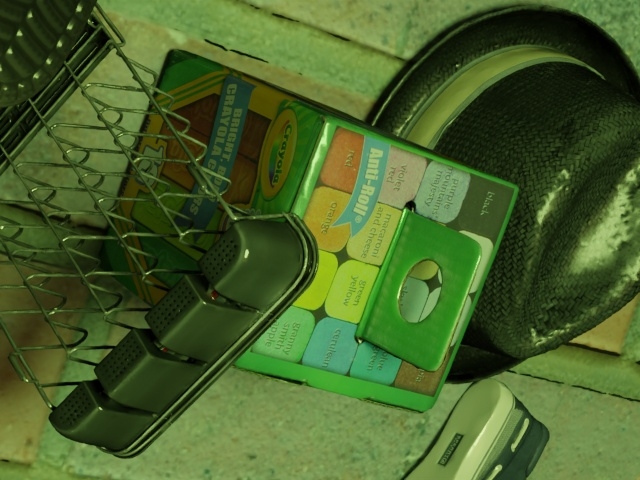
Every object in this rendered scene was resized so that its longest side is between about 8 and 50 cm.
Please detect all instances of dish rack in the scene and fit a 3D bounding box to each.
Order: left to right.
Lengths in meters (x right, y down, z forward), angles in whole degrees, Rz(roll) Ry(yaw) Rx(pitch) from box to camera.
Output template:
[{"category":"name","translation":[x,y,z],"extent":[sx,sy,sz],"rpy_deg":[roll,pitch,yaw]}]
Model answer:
[{"category":"dish rack","translation":[-0.149,-0.019,1.059],"extent":[0.208,0.271,0.074],"rpy_deg":[-45,153,18]}]

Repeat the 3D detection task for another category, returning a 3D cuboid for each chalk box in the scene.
[{"category":"chalk box","translation":[0.000,0.000,1.134],"extent":[0.179,0.289,0.180],"rpy_deg":[17,96,-35]}]

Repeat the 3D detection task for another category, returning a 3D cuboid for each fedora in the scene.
[{"category":"fedora","translation":[0.178,-0.020,1.321],"extent":[0.334,0.152,0.334],"rpy_deg":[-10,110,-28]}]

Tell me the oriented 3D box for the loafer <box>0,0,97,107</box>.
[{"category":"loafer","translation":[-0.170,-0.261,1.027],"extent":[0.366,0.130,0.134],"rpy_deg":[-60,146,-17]}]

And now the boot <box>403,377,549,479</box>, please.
[{"category":"boot","translation":[0.128,0.220,1.419],"extent":[0.086,0.069,0.190],"rpy_deg":[42,81,-31]}]
